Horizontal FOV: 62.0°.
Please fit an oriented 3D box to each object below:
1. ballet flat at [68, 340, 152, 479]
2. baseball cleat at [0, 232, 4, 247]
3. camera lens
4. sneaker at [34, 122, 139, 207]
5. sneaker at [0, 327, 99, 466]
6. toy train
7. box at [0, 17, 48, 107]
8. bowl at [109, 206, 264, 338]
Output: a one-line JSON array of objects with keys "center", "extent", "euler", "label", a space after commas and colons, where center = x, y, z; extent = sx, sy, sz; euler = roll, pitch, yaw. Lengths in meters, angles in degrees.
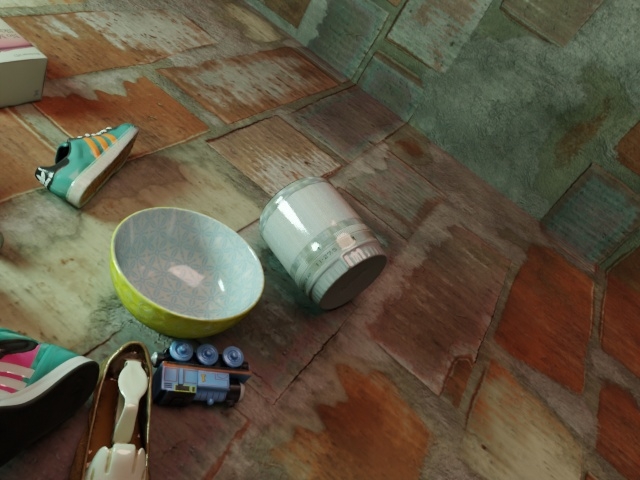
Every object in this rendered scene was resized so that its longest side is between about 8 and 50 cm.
[{"center": [-0.296, 0.294, 0.792], "extent": [0.116, 0.124, 0.342], "euler": [15, 40, -23], "label": "ballet flat"}, {"center": [-0.652, -0.062, 0.983], "extent": [0.206, 0.072, 0.109], "euler": [36, 29, -2], "label": "baseball cleat"}, {"center": [0.000, 0.000, 1.279], "extent": [0.219, 0.219, 0.274], "euler": [-13, 56, -45], "label": "camera lens"}, {"center": [-0.521, -0.201, 1.212], "extent": [0.121, 0.108, 0.302], "euler": [31, 37, -11], "label": "sneaker"}, {"center": [-0.468, 0.206, 0.716], "extent": [0.178, 0.124, 0.295], "euler": [19, 13, 14], "label": "sneaker"}, {"center": [-0.213, 0.245, 0.958], "extent": [0.184, 0.080, 0.105], "euler": [14, 49, -28], "label": "toy train"}, {"center": [-0.794, -0.439, 1.264], "extent": [0.232, 0.127, 0.148], "euler": [39, 36, 8], "label": "box"}, {"center": [-0.269, 0.087, 1.023], "extent": [0.289, 0.156, 0.289], "euler": [21, 35, -16], "label": "bowl"}]
